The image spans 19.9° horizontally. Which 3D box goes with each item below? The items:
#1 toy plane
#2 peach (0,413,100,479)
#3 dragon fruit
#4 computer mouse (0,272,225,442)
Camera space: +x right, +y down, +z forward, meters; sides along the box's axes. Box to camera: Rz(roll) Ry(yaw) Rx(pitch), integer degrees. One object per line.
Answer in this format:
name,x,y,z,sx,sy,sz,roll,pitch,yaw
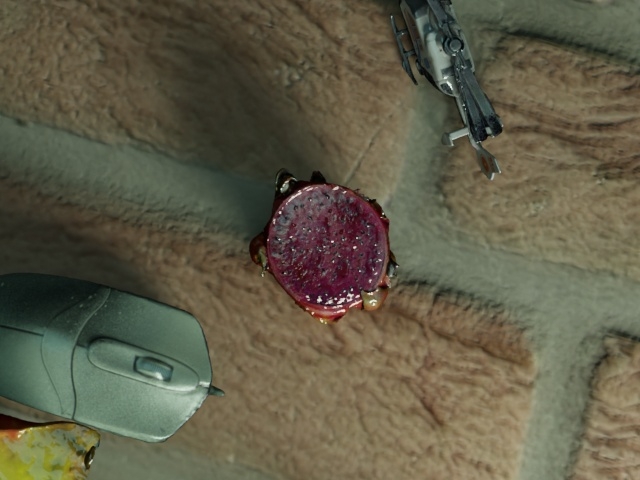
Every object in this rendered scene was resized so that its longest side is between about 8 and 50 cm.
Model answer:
toy plane,0.106,-0.142,1.510,0.053,0.078,0.197,-20,94,-10
peach,-0.267,0.263,1.358,0.158,0.154,0.267,10,76,-9
dragon fruit,0.002,0.005,1.479,0.126,0.068,0.112,24,94,-11
computer mouse,-0.187,0.090,1.445,0.229,0.068,0.113,14,79,0
